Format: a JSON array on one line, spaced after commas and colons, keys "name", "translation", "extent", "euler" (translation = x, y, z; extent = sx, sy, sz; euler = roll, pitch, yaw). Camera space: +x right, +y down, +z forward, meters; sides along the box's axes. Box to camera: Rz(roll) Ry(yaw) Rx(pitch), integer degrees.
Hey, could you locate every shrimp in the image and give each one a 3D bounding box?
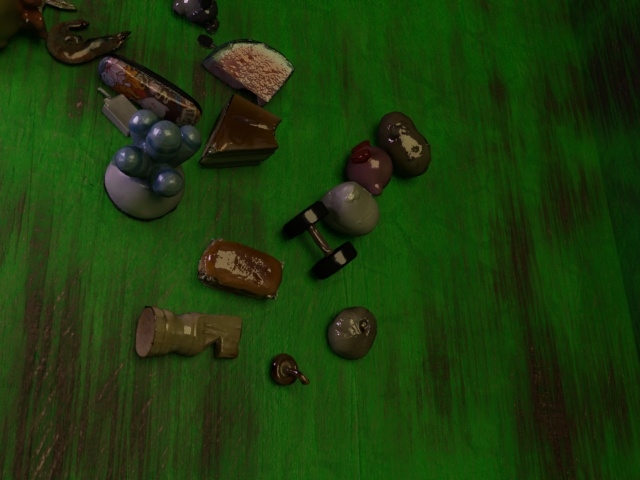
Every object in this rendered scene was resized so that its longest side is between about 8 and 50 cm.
[{"name": "shrimp", "translation": [-0.691, -0.607, 1.773], "extent": [0.251, 0.052, 0.143], "euler": [-27, 84, -33]}]

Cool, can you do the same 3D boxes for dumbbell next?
[{"name": "dumbbell", "translation": [0.000, 0.000, 1.886], "extent": [0.152, 0.152, 0.218], "euler": [-37, 92, -34]}]

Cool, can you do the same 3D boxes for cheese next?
[{"name": "cheese", "translation": [0.103, -0.095, 1.959], "extent": [0.189, 0.198, 0.154], "euler": [26, 70, -25]}]

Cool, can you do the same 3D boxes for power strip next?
[{"name": "power strip", "translation": [-0.594, -0.386, 1.752], "extent": [0.175, 0.042, 0.075], "euler": [48, 56, -5]}]

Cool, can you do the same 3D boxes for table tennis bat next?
[{"name": "table tennis bat", "translation": [-0.374, -0.664, 2.001], "extent": [0.083, 0.007, 0.050], "euler": [27, 61, -17]}]

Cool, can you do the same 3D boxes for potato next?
[{"name": "potato", "translation": [0.302, -0.353, 2.193], "extent": [0.165, 0.165, 0.262], "euler": [-28, 82, -34]}]

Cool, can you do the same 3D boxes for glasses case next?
[{"name": "glasses case", "translation": [-0.506, -0.443, 1.775], "extent": [0.321, 0.122, 0.082], "euler": [29, 59, -18]}]

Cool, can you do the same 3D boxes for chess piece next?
[{"name": "chess piece", "translation": [-0.345, 0.255, 1.630], "extent": [0.301, 0.137, 0.137], "euler": [9, 68, -39]}]

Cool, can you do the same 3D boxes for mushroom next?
[{"name": "mushroom", "translation": [-0.090, 0.392, 1.734], "extent": [0.130, 0.072, 0.088], "euler": [34, 36, 25]}]

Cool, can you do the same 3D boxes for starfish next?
[{"name": "starfish", "translation": [-0.804, -0.723, 1.750], "extent": [0.176, 0.053, 0.208], "euler": [26, 73, -30]}]

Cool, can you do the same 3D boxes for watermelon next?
[{"name": "watermelon", "translation": [-0.225, -0.566, 1.975], "extent": [0.319, 0.148, 0.226], "euler": [2, 80, -29]}]

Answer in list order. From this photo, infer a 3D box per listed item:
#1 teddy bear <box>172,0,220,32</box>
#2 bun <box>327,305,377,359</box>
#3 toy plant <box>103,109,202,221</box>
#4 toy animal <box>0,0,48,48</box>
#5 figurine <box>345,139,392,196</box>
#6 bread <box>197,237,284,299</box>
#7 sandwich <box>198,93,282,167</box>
[{"name": "teddy bear", "translation": [-0.423, -0.812, 1.939], "extent": [0.144, 0.171, 0.250], "euler": [-21, 90, -14]}, {"name": "bun", "translation": [0.113, 0.285, 1.869], "extent": [0.167, 0.113, 0.173], "euler": [22, 65, -22]}, {"name": "toy plant", "translation": [-0.445, -0.214, 1.604], "extent": [0.247, 0.332, 0.247], "euler": [10, 68, -24]}, {"name": "toy animal", "translation": [-0.922, -0.624, 1.570], "extent": [0.338, 0.216, 0.191], "euler": [-21, 57, -30]}, {"name": "figurine", "translation": [0.171, -0.245, 2.068], "extent": [0.173, 0.173, 0.173], "euler": [10, 68, -26]}, {"name": "bread", "translation": [-0.232, 0.087, 1.751], "extent": [0.241, 0.107, 0.136], "euler": [19, 67, -22]}, {"name": "sandwich", "translation": [-0.243, -0.301, 1.854], "extent": [0.198, 0.155, 0.227], "euler": [27, 61, -19]}]
